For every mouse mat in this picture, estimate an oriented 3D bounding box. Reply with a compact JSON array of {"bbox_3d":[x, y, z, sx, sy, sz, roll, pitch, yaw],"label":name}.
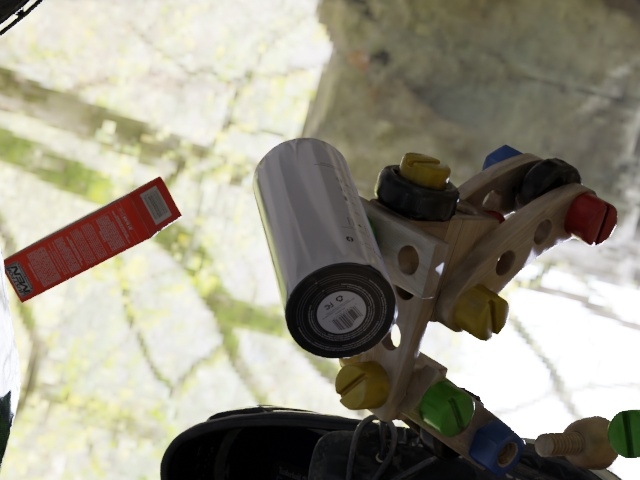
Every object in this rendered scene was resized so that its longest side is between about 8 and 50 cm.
[{"bbox_3d":[-0.194,0.076,0.911,0.152,0.007,0.189,-86,177,-47],"label":"mouse mat"}]

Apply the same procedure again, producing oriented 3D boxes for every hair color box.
[{"bbox_3d":[-0.195,-0.001,1.357,0.043,0.141,0.072,62,23,-6],"label":"hair color box"}]

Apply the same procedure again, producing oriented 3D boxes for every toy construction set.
[{"bbox_3d":[0.093,0.077,1.138,0.257,0.237,0.309,-48,-121,27],"label":"toy construction set"}]

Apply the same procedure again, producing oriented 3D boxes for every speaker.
[{"bbox_3d":[0.000,0.000,0.803,0.136,0.055,0.055,-108,-151,-59],"label":"speaker"}]

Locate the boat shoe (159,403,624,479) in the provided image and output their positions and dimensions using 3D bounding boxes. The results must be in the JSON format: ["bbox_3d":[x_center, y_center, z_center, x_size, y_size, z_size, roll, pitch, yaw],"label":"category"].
[{"bbox_3d":[0.058,0.239,1.356,0.156,0.500,0.186,10,89,-49],"label":"boat shoe"}]

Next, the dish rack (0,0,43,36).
[{"bbox_3d":[-0.271,-0.186,0.833,0.208,0.271,0.074,-49,163,-37],"label":"dish rack"}]
